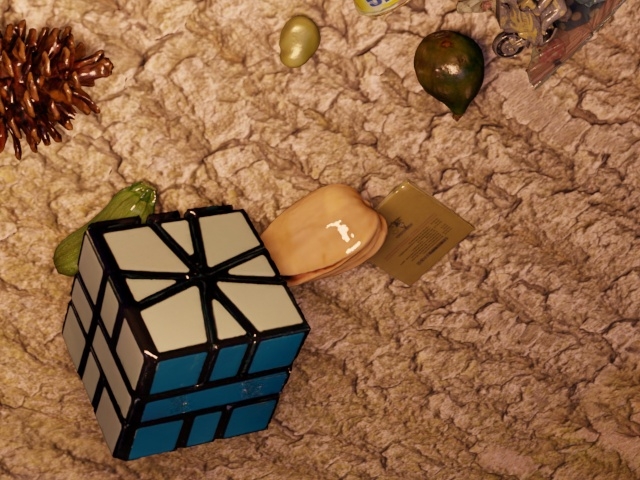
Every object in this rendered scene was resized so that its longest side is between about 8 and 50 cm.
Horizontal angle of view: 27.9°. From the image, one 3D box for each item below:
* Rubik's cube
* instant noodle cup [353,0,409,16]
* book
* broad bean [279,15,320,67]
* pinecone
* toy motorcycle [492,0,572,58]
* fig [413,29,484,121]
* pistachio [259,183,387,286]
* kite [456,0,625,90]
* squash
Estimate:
[{"bbox_3d":[-0.225,0.144,2.061,0.288,0.293,0.283,-8,138,-28],"label":"Rubik's cube"},{"bbox_3d":[0.074,-0.435,1.802,0.205,0.205,0.153,-42,119,17],"label":"instant noodle cup"},{"bbox_3d":[0.156,-0.010,2.292,0.168,0.013,0.192,-43,129,18],"label":"book"},{"bbox_3d":[-0.033,-0.302,1.968,0.063,0.045,0.083,13,116,-14],"label":"broad bean"},{"bbox_3d":[-0.403,-0.223,1.824,0.212,0.168,0.185,-34,162,-4],"label":"pinecone"},{"bbox_3d":[0.334,-0.364,2.011,0.124,0.061,0.193,-5,137,-5],"label":"toy motorcycle"},{"bbox_3d":[0.212,-0.258,2.051,0.117,0.117,0.177,-26,148,4],"label":"fig"},{"bbox_3d":[0.000,0.000,2.159,0.229,0.157,0.157,-27,133,21],"label":"pistachio"},{"bbox_3d":[0.366,-0.380,2.056,0.314,0.011,0.335,-10,130,-11],"label":"kite"},{"bbox_3d":[-0.344,-0.015,2.082,0.219,0.068,0.077,-41,104,16],"label":"squash"}]
